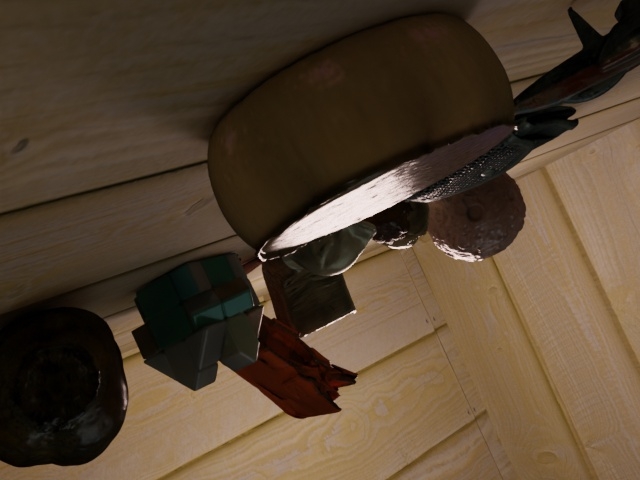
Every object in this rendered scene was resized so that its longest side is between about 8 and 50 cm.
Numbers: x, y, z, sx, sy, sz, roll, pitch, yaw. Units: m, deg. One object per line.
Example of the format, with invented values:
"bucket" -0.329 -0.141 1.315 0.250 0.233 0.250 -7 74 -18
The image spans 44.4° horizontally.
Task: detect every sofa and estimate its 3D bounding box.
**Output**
"sofa" -0.006 0.108 1.857 0.210 0.226 0.176 -21 -169 -30

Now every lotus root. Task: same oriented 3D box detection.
"lotus root" -0.401 0.222 1.175 0.250 0.251 0.346 -22 174 -23

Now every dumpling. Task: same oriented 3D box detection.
"dumpling" 0.182 -0.054 1.801 0.181 0.155 0.111 13 159 28
"dumpling" 0.000 0.000 1.546 0.151 0.124 0.228 26 135 -34

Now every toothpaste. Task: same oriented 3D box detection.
"toothpaste" -0.180 0.070 1.826 0.190 0.031 0.048 -30 -174 28

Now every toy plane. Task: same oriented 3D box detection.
"toy plane" 0.328 -0.216 0.766 0.326 0.105 0.223 -21 175 12

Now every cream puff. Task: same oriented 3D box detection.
"cream puff" 0.140 -0.052 1.683 0.115 0.094 0.122 8 149 -16

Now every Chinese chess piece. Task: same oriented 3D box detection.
"Chinese chess piece" 0.035 -0.085 0.681 0.269 0.112 0.270 -25 175 -2

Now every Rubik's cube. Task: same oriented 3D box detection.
"Rubik's cube" -0.210 0.153 1.469 0.265 0.213 0.224 -29 172 26

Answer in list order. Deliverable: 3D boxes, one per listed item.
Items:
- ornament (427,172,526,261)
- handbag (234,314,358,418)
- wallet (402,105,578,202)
"ornament" 0.387 -0.065 1.974 0.259 0.225 0.259 -25 174 -3
"handbag" -0.138 0.256 1.823 0.116 0.410 0.303 -56 -172 -24
"wallet" 0.325 -0.160 1.567 0.342 0.075 0.237 -28 171 41
